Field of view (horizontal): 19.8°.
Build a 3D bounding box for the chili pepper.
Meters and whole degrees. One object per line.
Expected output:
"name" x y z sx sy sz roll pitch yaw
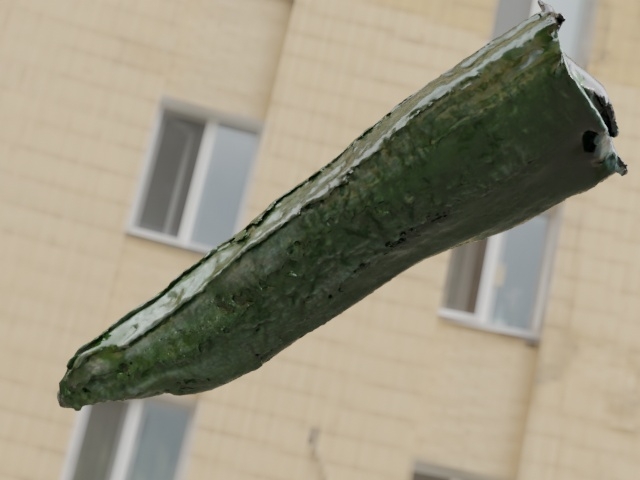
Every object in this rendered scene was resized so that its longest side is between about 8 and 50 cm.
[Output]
"chili pepper" 0.000 0.000 0.660 0.227 0.059 0.088 -30 -28 3
